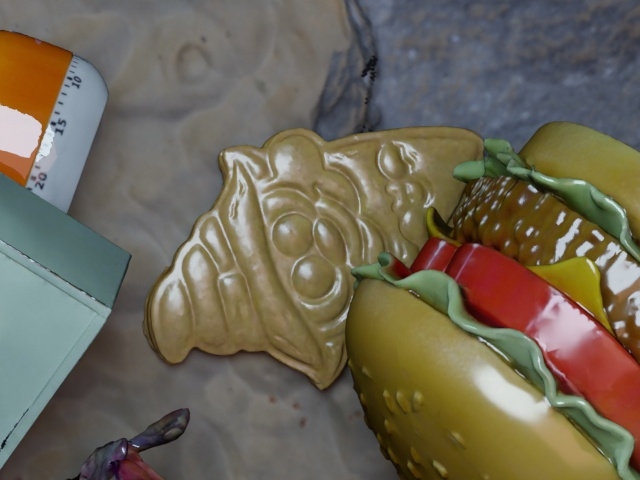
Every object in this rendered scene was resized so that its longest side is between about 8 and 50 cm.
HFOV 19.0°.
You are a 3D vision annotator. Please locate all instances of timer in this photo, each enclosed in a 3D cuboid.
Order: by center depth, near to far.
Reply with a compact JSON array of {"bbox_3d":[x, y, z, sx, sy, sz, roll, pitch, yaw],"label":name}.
[{"bbox_3d":[-0.196,-0.061,1.130,0.136,0.099,0.136,1,79,-6],"label":"timer"}]

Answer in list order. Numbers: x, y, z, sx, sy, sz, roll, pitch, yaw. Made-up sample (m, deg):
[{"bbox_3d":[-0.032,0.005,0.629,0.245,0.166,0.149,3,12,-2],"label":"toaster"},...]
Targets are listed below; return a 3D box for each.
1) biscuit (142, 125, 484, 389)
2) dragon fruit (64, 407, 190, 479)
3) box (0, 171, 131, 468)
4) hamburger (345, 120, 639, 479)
[{"bbox_3d":[0.000,0.000,1.208,0.250,0.035,0.162,-33,102,-11],"label":"biscuit"},{"bbox_3d":[-0.065,0.295,1.070,0.263,0.296,0.314,31,93,-15],"label":"dragon fruit"},{"bbox_3d":[-0.224,0.071,1.085,0.129,0.086,0.225,33,111,-11],"label":"box"},{"bbox_3d":[0.139,0.084,1.115,0.212,0.274,0.274,-43,99,-12],"label":"hamburger"}]
